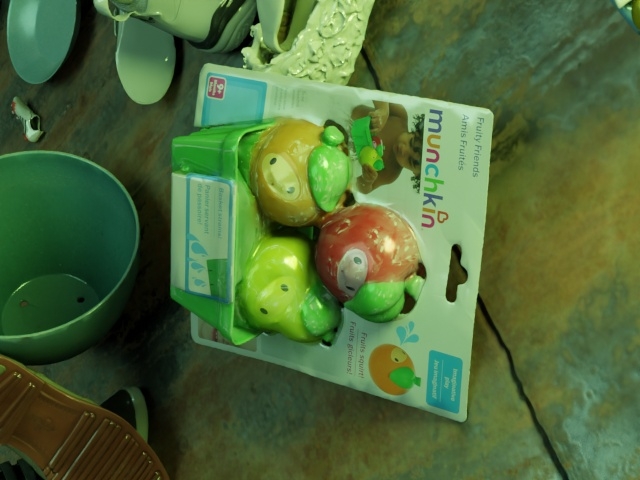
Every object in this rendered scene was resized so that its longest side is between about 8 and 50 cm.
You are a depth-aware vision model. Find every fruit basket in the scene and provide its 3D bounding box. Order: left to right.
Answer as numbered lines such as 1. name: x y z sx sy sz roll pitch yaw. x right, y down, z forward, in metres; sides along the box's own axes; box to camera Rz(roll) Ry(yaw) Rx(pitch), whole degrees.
1. fruit basket: 0.000 0.000 1.214 0.353 0.165 0.326 17 112 35

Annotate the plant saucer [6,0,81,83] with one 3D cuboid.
1. plant saucer: -0.402 -0.327 1.742 0.195 0.037 0.194 -4 85 45

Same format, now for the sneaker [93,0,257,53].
1. sneaker: -0.170 -0.415 1.383 0.137 0.210 0.365 7 93 45

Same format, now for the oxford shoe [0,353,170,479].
1. oxford shoe: -0.331 0.237 1.478 0.123 0.348 0.130 -50 26 -11

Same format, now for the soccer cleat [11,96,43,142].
1. soccer cleat: -0.446 -0.188 1.789 0.036 0.029 0.083 -35 67 29

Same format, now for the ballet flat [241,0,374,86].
1. ballet flat: 0.013 -0.340 1.230 0.147 0.147 0.408 31 113 42

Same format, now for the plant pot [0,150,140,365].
1. plant pot: -0.374 0.053 1.562 0.290 0.290 0.195 57 162 31

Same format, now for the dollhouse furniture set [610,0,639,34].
1. dollhouse furniture set: 0.275 -0.354 0.912 0.286 0.198 0.303 -39 68 27

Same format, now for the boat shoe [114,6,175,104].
1. boat shoe: -0.234 -0.286 1.551 0.070 0.078 0.219 169 98 -80

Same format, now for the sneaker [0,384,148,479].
1. sneaker: -0.346 0.307 1.579 0.295 0.147 0.104 -53 52 29
